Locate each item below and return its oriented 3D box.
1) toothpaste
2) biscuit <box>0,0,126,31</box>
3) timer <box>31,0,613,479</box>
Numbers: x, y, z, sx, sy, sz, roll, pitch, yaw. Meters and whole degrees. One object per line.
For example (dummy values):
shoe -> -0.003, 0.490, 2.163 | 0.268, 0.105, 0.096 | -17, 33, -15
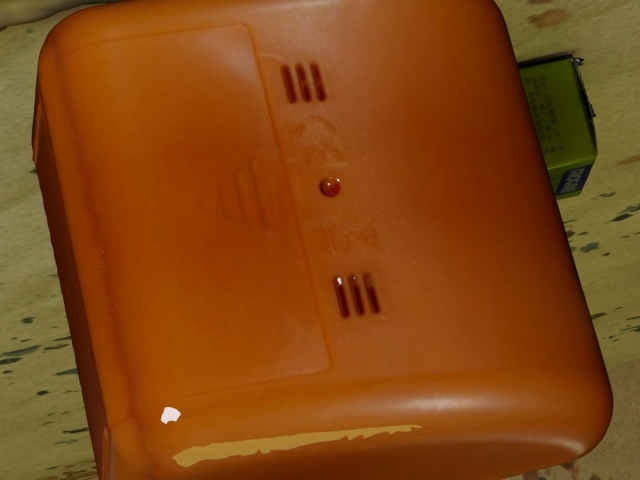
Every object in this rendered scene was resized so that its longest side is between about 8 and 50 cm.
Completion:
toothpaste -> 0.023, -0.044, 1.339 | 0.327, 0.077, 0.110 | -12, 166, -2
biscuit -> -0.121, -0.133, 0.906 | 0.208, 0.047, 0.164 | -13, 170, -5
timer -> 0.000, 0.000, 0.953 | 0.250, 0.257, 0.161 | -10, 162, -12
